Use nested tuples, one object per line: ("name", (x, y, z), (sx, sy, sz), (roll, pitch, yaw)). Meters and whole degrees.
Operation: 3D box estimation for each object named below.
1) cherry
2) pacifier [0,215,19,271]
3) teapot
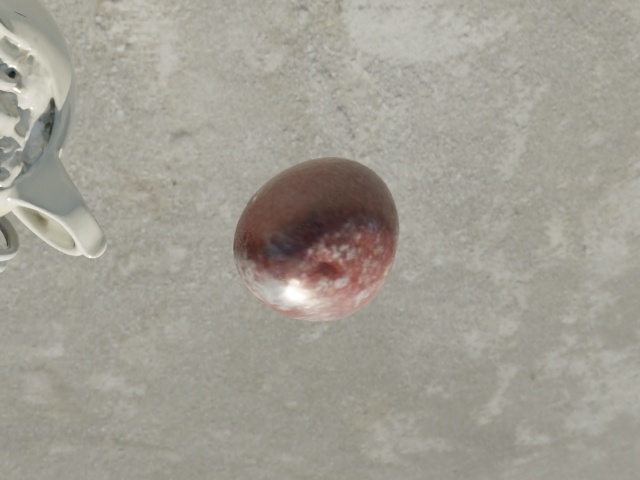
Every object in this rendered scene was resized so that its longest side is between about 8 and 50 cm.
("cherry", (0.000, 0.000, 1.123), (0.285, 0.213, 0.236), (-8, 104, -43))
("pacifier", (-0.588, 0.026, 1.113), (0.233, 0.299, 0.244), (-50, 151, 5))
("teapot", (-0.264, -0.097, 0.606), (0.139, 0.204, 0.298), (18, 152, 25))
